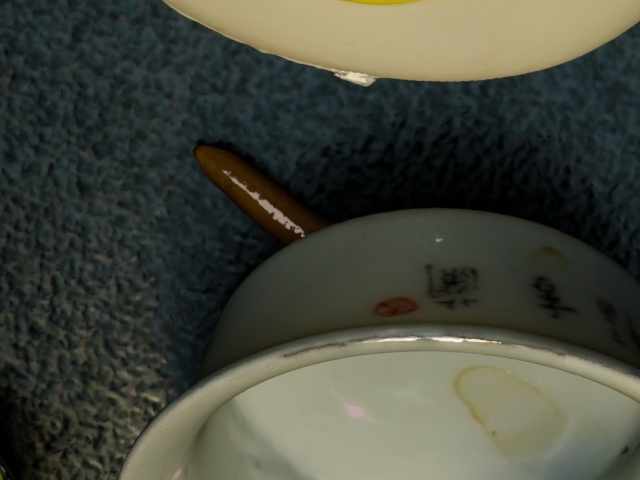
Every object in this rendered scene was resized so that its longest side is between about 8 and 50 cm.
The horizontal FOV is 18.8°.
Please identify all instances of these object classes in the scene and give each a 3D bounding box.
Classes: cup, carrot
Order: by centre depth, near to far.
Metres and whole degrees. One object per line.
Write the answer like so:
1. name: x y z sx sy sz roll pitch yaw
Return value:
1. cup: 0.067 0.108 1.077 0.347 0.163 0.347 3 136 3
2. carrot: 0.000 0.000 1.152 0.190 0.037 0.037 33 103 -3

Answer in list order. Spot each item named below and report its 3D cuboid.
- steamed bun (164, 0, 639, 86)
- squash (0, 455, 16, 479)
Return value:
1. steamed bun: 0.032 -0.243 0.955 0.374 0.334 0.334 17 104 -6
2. squash: -0.278 0.180 1.191 0.220 0.133 0.220 0 87 6
